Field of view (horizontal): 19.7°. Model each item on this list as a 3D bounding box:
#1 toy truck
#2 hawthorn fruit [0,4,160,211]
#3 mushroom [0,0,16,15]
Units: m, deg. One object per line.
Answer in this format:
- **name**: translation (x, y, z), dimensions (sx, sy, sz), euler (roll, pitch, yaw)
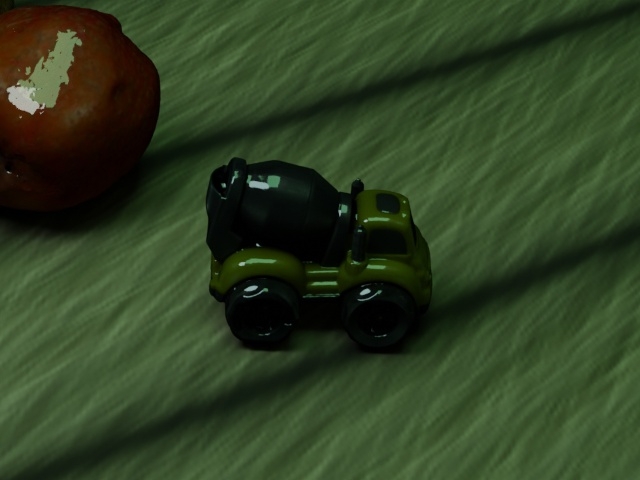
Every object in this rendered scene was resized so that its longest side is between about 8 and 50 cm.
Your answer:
- **toy truck**: translation (0.000, 0.000, 1.773), dimensions (0.224, 0.165, 0.147), euler (4, 35, -3)
- **hawthorn fruit**: translation (-0.291, -0.117, 1.881), dimensions (0.211, 0.211, 0.299), euler (18, 48, 18)
- **mushroom**: translation (-0.451, -0.295, 2.153), dimensions (0.194, 0.138, 0.231), euler (-7, 37, -16)
